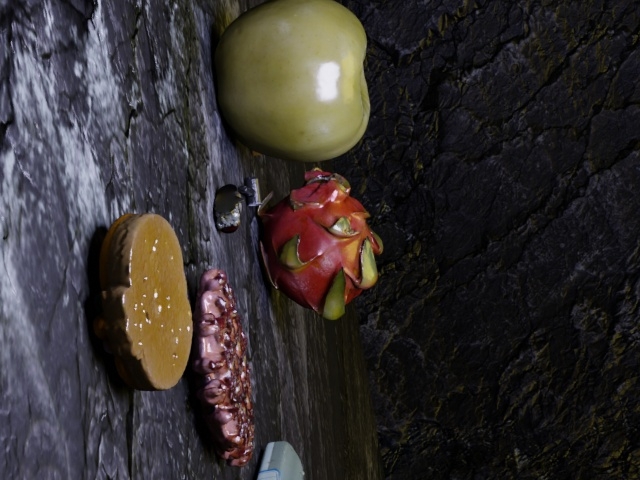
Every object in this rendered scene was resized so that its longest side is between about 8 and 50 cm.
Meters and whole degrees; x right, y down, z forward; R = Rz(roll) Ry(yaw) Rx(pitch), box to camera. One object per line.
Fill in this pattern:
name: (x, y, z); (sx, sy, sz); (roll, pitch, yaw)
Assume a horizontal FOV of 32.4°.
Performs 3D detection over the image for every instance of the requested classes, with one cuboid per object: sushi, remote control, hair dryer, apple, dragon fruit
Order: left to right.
sushi: (-0.124, -0.042, 1.561); (0.083, 0.044, 0.046); (-85, 165, -56)
hair dryer: (-0.118, -0.082, 1.792); (0.083, 0.026, 0.047); (10, 71, -76)
remote control: (-0.061, 0.402, 1.535); (0.335, 0.065, 0.128); (-76, 160, -73)
apple: (-0.038, -0.243, 1.709); (0.262, 0.262, 0.262); (-7, 90, -84)
dragon fruit: (-0.001, 0.006, 1.892); (0.224, 0.224, 0.227); (-88, 165, -57)

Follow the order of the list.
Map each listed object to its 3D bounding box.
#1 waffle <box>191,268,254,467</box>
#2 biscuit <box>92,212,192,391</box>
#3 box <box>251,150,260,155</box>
waffle: (-0.120, 0.154, 1.346); (0.234, 0.055, 0.221); (82, 2, -59)
biscuit: (-0.170, 0.060, 1.013); (0.170, 0.050, 0.170); (-5, 90, -76)
box: (-0.099, -0.280, 1.980); (0.237, 0.070, 0.152); (-92, 171, -52)
